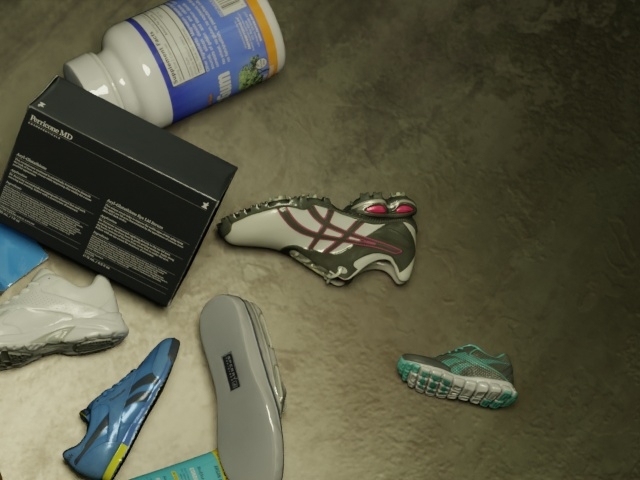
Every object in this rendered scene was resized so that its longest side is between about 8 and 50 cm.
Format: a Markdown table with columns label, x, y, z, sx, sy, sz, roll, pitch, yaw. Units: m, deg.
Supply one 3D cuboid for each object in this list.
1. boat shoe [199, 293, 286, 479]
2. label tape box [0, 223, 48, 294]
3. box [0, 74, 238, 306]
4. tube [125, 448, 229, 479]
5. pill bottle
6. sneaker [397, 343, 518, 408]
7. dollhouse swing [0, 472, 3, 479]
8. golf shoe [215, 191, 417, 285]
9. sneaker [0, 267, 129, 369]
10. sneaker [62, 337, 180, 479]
| label | x | y | z | sx | sy | sz | roll | pitch | yaw |
| --- | --- | --- | --- | --- | --- | --- | --- | --- | --- |
| boat shoe | -0.086 | 0.200 | 1.919 | 0.088 | 0.096 | 0.268 | 11 | 56 | -52 |
| label tape box | -0.553 | 0.013 | 1.871 | 0.347 | 0.115 | 0.249 | -36 | 83 | -17 |
| box | -0.264 | -0.062 | 1.904 | 0.261 | 0.184 | 0.103 | 27 | 35 | -2 |
| tube | -0.163 | 0.308 | 1.892 | 0.207 | 0.052 | 0.080 | -13 | 79 | -25 |
| pill bottle | -0.196 | -0.239 | 1.996 | 0.272 | 0.152 | 0.152 | -28 | 80 | -17 |
| sneaker | 0.183 | 0.171 | 2.002 | 0.166 | 0.065 | 0.076 | 15 | 55 | -10 |
| dollhouse swing | -0.429 | 0.421 | 1.655 | 0.315 | 0.347 | 0.305 | -31 | 72 | -18 |
| golf shoe | 0.000 | 0.000 | 1.990 | 0.272 | 0.105 | 0.120 | -2 | 81 | -11 |
| sneaker | -0.367 | 0.095 | 1.905 | 0.232 | 0.090 | 0.115 | -6 | 68 | -22 |
| sneaker | -0.251 | 0.202 | 1.895 | 0.082 | 0.069 | 0.209 | 28 | 70 | 2 |
